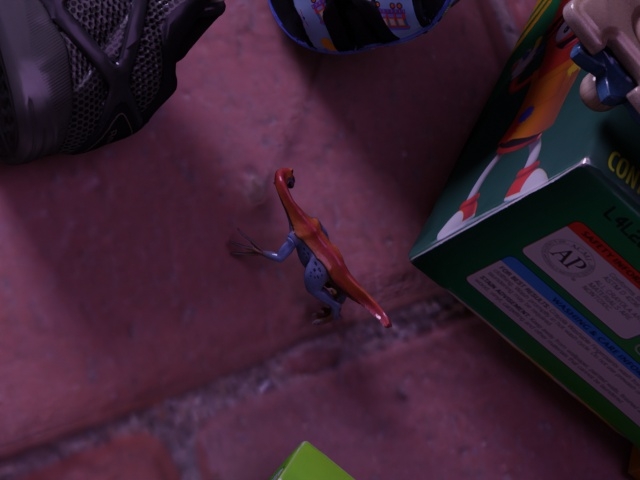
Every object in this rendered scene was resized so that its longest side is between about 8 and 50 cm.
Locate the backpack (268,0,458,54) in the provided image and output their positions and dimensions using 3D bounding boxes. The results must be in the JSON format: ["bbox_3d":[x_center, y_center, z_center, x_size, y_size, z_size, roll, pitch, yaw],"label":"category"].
[{"bbox_3d":[0.036,-0.197,0.859,0.117,0.158,0.173,-14,95,-52],"label":"backpack"}]

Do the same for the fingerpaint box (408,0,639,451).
[{"bbox_3d":[0.325,-0.010,0.951,0.445,0.163,0.371,40,53,-14],"label":"fingerpaint box"}]

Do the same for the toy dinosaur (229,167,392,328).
[{"bbox_3d":[0.000,0.000,0.822,0.047,0.090,0.082,-46,132,-49],"label":"toy dinosaur"}]

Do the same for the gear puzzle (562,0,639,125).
[{"bbox_3d":[0.249,-0.124,0.827,0.175,0.044,0.339,51,50,0],"label":"gear puzzle"}]

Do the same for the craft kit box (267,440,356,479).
[{"bbox_3d":[0.045,0.225,0.666,0.250,0.061,0.246,39,16,2],"label":"craft kit box"}]

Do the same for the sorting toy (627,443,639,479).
[{"bbox_3d":[0.219,0.254,0.891,0.229,0.041,0.307,33,53,-19],"label":"sorting toy"}]

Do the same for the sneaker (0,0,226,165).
[{"bbox_3d":[-0.131,-0.158,0.782,0.130,0.087,0.227,-12,84,-36],"label":"sneaker"}]
